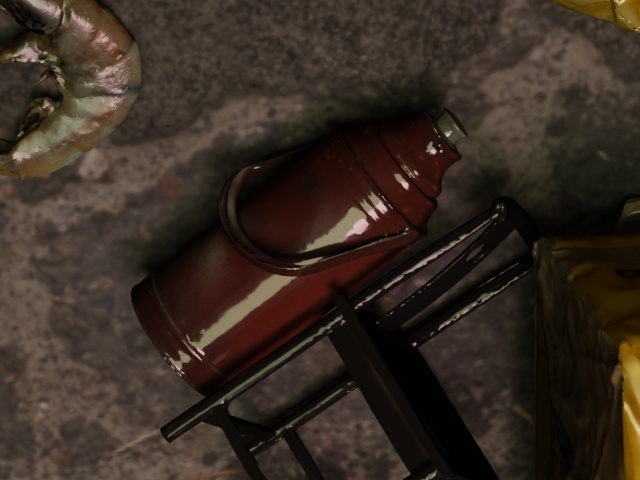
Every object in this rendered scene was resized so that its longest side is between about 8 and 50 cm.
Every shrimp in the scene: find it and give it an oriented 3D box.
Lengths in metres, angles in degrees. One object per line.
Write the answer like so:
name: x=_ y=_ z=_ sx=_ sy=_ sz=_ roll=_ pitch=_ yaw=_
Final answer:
shrimp: x=-0.211 y=-0.117 z=1.029 sx=0.148 sy=0.035 sz=0.195 roll=-42 pitch=111 yaw=16

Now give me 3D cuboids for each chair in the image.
chair: x=0.055 y=0.104 z=1.059 sx=0.260 sy=0.154 sz=0.141 roll=-35 pitch=68 yaw=9

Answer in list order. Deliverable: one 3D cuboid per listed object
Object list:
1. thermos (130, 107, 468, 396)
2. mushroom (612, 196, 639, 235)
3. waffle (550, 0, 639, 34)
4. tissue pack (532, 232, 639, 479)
thermos: x=-0.001 y=-0.002 z=1.063 sx=0.232 sy=0.099 sz=0.124 roll=-38 pitch=142 yaw=10
mushroom: x=0.287 y=-0.010 z=1.107 sx=0.202 sy=0.054 sz=0.059 roll=-6 pitch=108 yaw=4
waffle: x=0.200 y=-0.245 z=0.979 sx=0.261 sy=0.056 sz=0.250 roll=26 pitch=111 yaw=0
tissue pack: x=0.331 y=0.143 z=1.010 sx=0.382 sy=0.228 sz=0.293 roll=-3 pitch=112 yaw=-3
